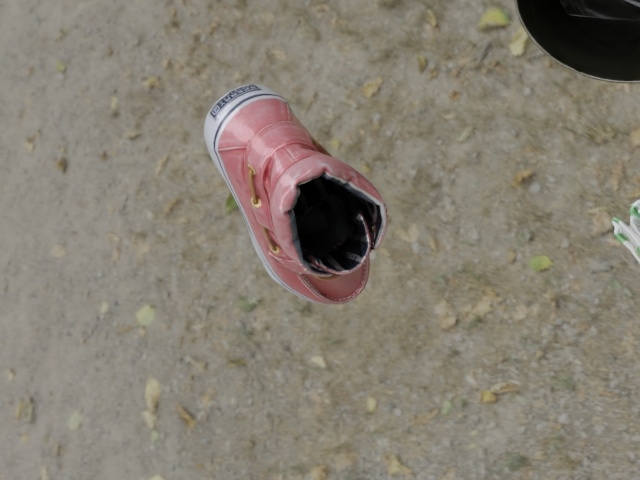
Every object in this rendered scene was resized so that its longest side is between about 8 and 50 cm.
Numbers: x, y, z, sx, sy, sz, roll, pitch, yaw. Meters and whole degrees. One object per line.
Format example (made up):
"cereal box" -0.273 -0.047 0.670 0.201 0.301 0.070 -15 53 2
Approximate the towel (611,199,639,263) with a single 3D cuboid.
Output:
"towel" 0.354 0.117 0.622 0.038 0.248 0.325 -47 45 20

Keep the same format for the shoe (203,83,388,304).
"shoe" 0.000 0.000 0.483 0.063 0.178 0.081 -36 50 -6

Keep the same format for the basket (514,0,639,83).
"basket" 0.329 -0.281 0.985 0.204 0.227 0.154 20 121 10
